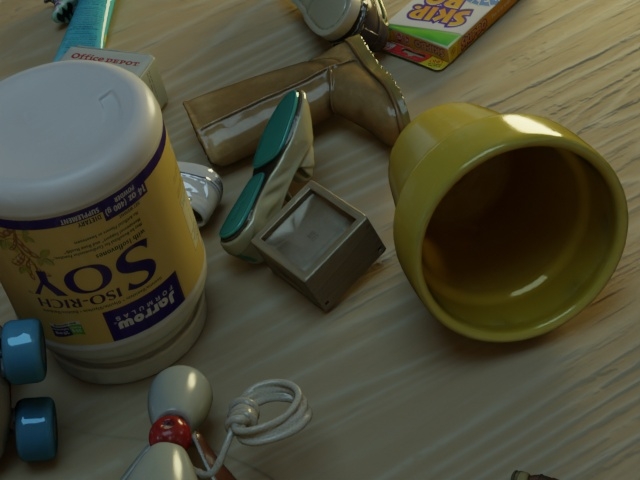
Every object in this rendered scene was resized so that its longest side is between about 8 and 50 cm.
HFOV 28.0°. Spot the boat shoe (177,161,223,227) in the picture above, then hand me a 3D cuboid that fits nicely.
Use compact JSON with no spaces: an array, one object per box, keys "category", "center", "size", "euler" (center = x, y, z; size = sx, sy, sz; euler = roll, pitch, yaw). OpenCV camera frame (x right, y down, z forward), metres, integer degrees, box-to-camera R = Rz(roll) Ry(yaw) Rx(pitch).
[{"category":"boat shoe","center":[-0.262,-0.061,1.699],"size":[0.258,0.095,0.084],"euler":[1,42,15]}]

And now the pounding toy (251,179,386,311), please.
[{"category":"pounding toy","center":[0.000,0.000,1.592],"size":[0.130,0.100,0.141],"euler":[-45,49,-11]}]

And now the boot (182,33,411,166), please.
[{"category":"boot","center":[-0.030,-0.161,1.761],"size":[0.269,0.089,0.236],"euler":[-23,42,-6]}]

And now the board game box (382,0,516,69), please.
[{"category":"board game box","center":[0.207,-0.352,1.929],"size":[0.124,0.039,0.259],"euler":[26,59,33]}]

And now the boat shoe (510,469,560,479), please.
[{"category":"boat shoe","center":[0.210,0.301,1.251],"size":[0.060,0.064,0.178],"euler":[0,43,16]}]

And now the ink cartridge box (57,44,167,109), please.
[{"category":"ink cartridge box","center":[-0.334,-0.178,1.837],"size":[0.153,0.087,0.208],"euler":[11,50,23]}]

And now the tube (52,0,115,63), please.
[{"category":"tube","center":[-0.367,-0.354,2.053],"size":[0.080,0.052,0.207],"euler":[-3,50,15]}]

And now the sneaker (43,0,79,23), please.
[{"category":"sneaker","center":[-0.430,-0.388,2.108],"size":[0.069,0.038,0.098],"euler":[10,39,23]}]

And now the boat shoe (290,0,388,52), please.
[{"category":"boat shoe","center":[0.016,-0.390,1.965],"size":[0.116,0.097,0.324],"euler":[-51,37,20]}]

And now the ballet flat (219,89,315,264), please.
[{"category":"ballet flat","center":[-0.055,-0.078,1.657],"size":[0.086,0.086,0.248],"euler":[13,65,24]}]

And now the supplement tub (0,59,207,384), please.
[{"category":"supplement tub","center":[-0.266,-0.014,1.483],"size":[0.241,0.331,0.241],"euler":[-7,44,7]}]

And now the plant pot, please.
[{"category":"plant pot","center":[0.190,-0.045,1.494],"size":[0.254,0.254,0.239],"euler":[-20,29,-7]}]

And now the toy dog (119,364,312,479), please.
[{"category":"toy dog","center":[-0.149,0.285,1.322],"size":[0.220,0.161,0.333],"euler":[8,33,23]}]

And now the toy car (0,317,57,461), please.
[{"category":"toy car","center":[-0.421,0.132,1.483],"size":[0.219,0.210,0.238],"euler":[-5,31,-7]}]
